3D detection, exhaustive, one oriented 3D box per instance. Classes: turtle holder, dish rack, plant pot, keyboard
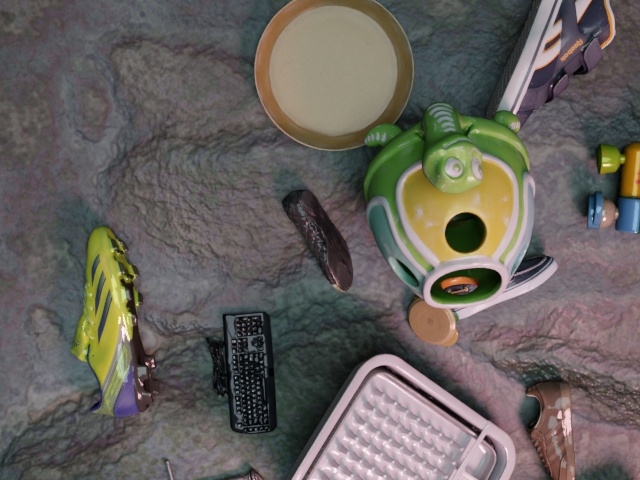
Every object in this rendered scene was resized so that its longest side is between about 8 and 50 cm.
[{"bbox_3d":[0.193,-0.051,1.253,0.244,0.320,0.227,6,59,-19],"label":"turtle holder"},{"bbox_3d":[0.112,0.346,1.371,0.333,0.072,0.285,37,80,-25],"label":"dish rack"},{"bbox_3d":[0.020,-0.252,1.374,0.237,0.032,0.236,0,97,-4],"label":"plant pot"},{"bbox_3d":[-0.121,0.208,1.416,0.100,0.038,0.191,-4,96,-3],"label":"keyboard"}]

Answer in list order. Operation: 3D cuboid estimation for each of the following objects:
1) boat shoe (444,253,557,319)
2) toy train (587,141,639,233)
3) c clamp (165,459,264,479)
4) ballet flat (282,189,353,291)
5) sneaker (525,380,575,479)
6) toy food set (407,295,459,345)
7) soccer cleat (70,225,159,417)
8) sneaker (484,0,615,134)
[{"bbox_3d":[0.265,0.047,1.404,0.183,0.065,0.083,-26,101,2],"label":"boat shoe"},{"bbox_3d":[0.482,-0.127,1.388,0.144,0.105,0.247,4,96,10],"label":"toy train"},{"bbox_3d":[-0.154,0.400,1.443,0.161,0.022,0.137,-8,97,-2],"label":"c clamp"},{"bbox_3d":[0.000,0.000,1.402,0.057,0.049,0.173,-35,102,-42],"label":"ballet flat"},{"bbox_3d":[0.362,0.314,1.452,0.071,0.066,0.188,-3,92,14],"label":"sneaker"},{"bbox_3d":[0.172,0.121,1.412,0.083,0.020,0.082,11,113,30],"label":"toy food set"},{"bbox_3d":[-0.321,0.125,1.368,0.121,0.093,0.289,-9,97,4],"label":"soccer cleat"},{"bbox_3d":[0.347,-0.274,1.343,0.128,0.126,0.321,23,94,-2],"label":"sneaker"}]
